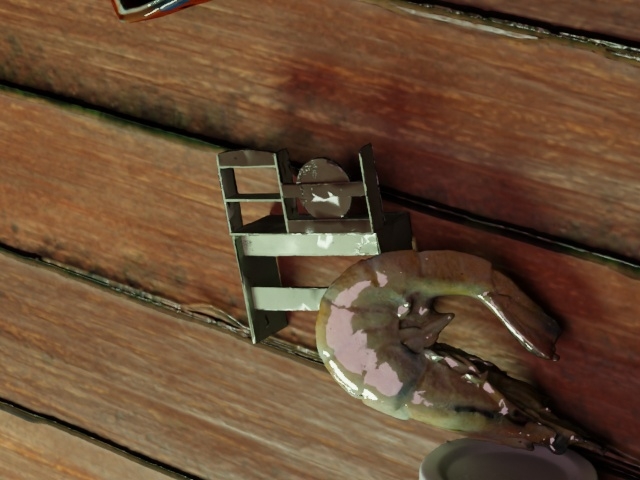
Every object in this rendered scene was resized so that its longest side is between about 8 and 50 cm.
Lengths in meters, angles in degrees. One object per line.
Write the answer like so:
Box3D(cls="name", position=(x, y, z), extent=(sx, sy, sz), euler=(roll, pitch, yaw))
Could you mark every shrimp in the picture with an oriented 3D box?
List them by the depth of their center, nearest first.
Box3D(cls="shrimp", position=(0.122, 0.085, 1.301), extent=(0.254, 0.059, 0.145), euler=(15, 98, 3))

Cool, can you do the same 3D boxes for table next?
Box3D(cls="table", position=(0.000, 0.000, 1.372), extent=(0.146, 0.062, 0.175), euler=(0, 106, 33))

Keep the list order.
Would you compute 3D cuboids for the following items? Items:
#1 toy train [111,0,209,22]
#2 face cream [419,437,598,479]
Box3D(cls="toy train", position=(-0.006, -0.276, 1.278), extent=(0.409, 0.089, 0.086), euler=(-19, 89, 36))
Box3D(cls="face cream", position=(0.147, 0.357, 1.333), extent=(0.145, 0.145, 0.370), euler=(11, 109, 30))
